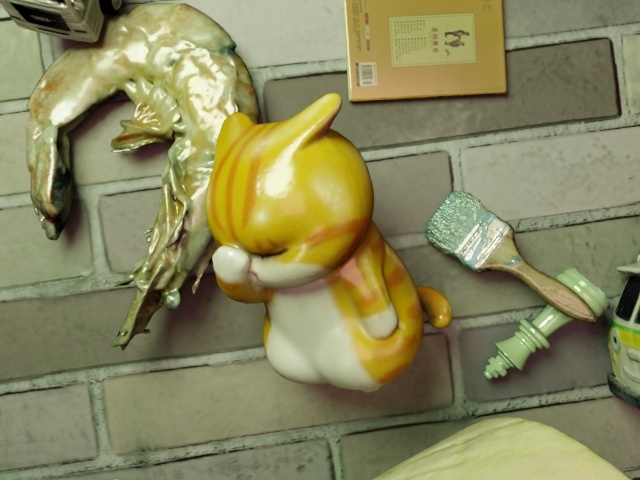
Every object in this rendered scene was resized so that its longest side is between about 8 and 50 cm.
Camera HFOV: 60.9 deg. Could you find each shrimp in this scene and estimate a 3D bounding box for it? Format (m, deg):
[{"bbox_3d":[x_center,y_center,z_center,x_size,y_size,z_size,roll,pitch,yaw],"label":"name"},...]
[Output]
[{"bbox_3d":[-0.187,-0.070,0.554,0.247,0.085,0.360,8,87,2],"label":"shrimp"}]

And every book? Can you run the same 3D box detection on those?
[{"bbox_3d":[0.113,-0.213,0.587,0.172,0.012,0.118,-3,93,-1],"label":"book"}]

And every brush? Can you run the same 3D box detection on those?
[{"bbox_3d":[0.202,0.024,0.568,0.196,0.021,0.070,39,90,15],"label":"brush"}]

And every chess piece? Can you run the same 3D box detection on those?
[{"bbox_3d":[0.235,0.099,0.587,0.059,0.059,0.149,45,95,-3],"label":"chess piece"}]

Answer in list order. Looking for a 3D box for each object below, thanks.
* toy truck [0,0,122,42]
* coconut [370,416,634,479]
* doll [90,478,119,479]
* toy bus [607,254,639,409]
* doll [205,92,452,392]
[{"bbox_3d":[-0.230,-0.320,0.504,0.101,0.125,0.242,12,81,-3],"label":"toy truck"},{"bbox_3d":[0.174,0.360,0.455,0.416,0.345,0.415,-2,95,-21],"label":"coconut"},{"bbox_3d":[-0.290,0.317,0.538,0.287,0.151,0.150,1,93,-5],"label":"doll"},{"bbox_3d":[0.458,0.073,0.548,0.306,0.143,0.179,-10,91,-1],"label":"toy bus"},{"bbox_3d":[-0.002,0.019,0.499,0.167,0.162,0.269,-5,129,33],"label":"doll"}]
